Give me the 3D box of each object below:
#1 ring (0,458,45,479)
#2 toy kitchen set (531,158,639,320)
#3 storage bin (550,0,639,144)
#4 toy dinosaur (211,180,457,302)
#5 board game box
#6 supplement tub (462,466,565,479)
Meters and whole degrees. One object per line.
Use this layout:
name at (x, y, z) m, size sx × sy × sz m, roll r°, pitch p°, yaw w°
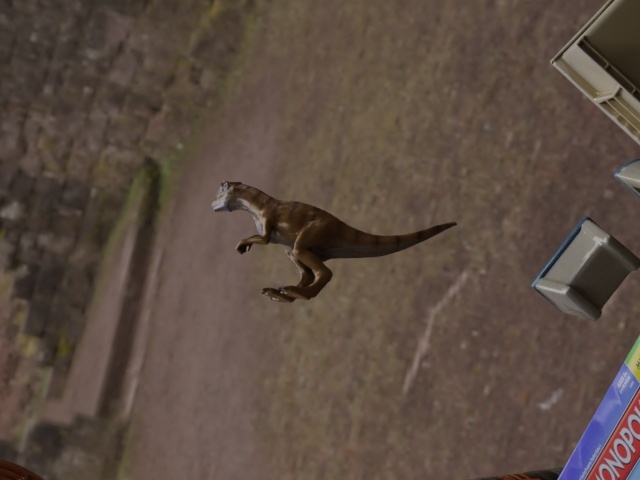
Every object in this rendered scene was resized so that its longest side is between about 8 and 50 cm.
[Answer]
ring at (-0.435, 0.426, 1.627) m, size 0.032 × 0.337 × 0.336 m, roll -85°, pitch 12°, yaw -84°
toy kitchen set at (0.315, 0.036, 1.226) m, size 0.166 × 0.207 × 0.122 m, roll -52°, pitch 17°, yaw -1°
storage bin at (0.427, -0.200, 1.363) m, size 0.262 × 0.260 × 0.123 m, roll -47°, pitch -3°, yaw -1°
toy dinosaur at (0.000, 0.000, 1.135) m, size 0.064 × 0.212 × 0.112 m, roll 78°, pitch -151°, yaw -74°
board game box at (0.333, 0.227, 1.226) m, size 0.213 × 0.046 × 0.317 m, roll 56°, pitch 152°, yaw 30°
supplement tub at (0.301, 0.462, 2.051) m, size 0.207 × 0.338 × 0.207 m, roll 177°, pitch 90°, yaw -65°
